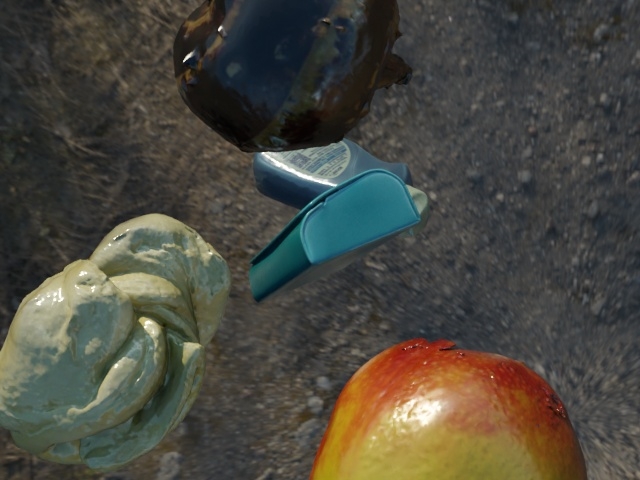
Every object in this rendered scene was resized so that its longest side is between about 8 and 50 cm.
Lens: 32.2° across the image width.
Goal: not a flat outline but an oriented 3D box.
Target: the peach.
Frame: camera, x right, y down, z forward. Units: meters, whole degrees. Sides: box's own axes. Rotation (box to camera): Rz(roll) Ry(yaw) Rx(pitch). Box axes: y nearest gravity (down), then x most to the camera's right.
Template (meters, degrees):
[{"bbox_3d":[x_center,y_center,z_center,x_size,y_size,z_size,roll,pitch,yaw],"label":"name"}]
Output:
[{"bbox_3d":[0.099,0.193,0.860,0.231,0.231,0.231,-2,81,12],"label":"peach"}]

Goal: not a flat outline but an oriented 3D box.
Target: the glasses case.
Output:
[{"bbox_3d":[-0.002,0.000,1.139,0.117,0.301,0.070,-23,87,-16],"label":"glasses case"}]

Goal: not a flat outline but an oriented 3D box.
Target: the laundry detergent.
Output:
[{"bbox_3d":[0.043,-0.077,1.592,0.290,0.143,0.094,28,131,36],"label":"laundry detergent"}]

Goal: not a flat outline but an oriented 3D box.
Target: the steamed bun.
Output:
[{"bbox_3d":[-0.281,0.157,1.594,0.230,0.372,0.325,24,130,29],"label":"steamed bun"}]

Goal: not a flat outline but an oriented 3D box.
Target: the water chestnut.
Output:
[{"bbox_3d":[-0.013,-0.226,1.258,0.300,0.300,0.300,-2,81,12],"label":"water chestnut"}]
